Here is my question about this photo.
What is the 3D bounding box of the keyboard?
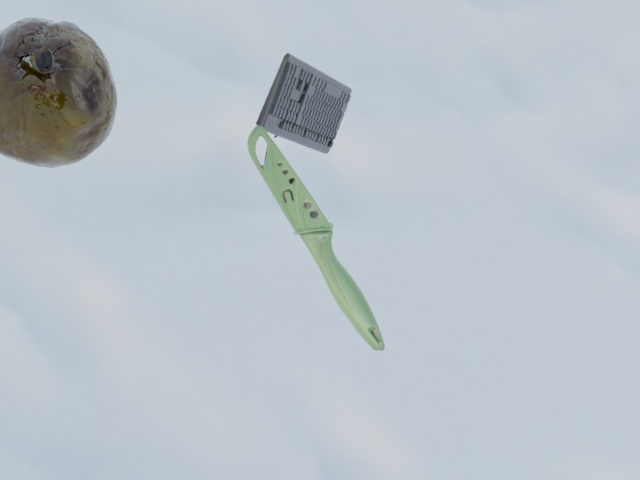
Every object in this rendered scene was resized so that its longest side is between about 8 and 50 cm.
[{"bbox_3d":[-0.011,-0.111,1.452,0.067,0.011,0.202,-68,165,3],"label":"keyboard"}]

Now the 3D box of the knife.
[{"bbox_3d":[0.000,0.000,1.348,0.030,0.014,0.207,-33,104,-7],"label":"knife"}]

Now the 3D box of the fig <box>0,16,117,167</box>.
[{"bbox_3d":[-0.314,-0.199,2.053,0.190,0.290,0.191,9,67,-22],"label":"fig"}]
